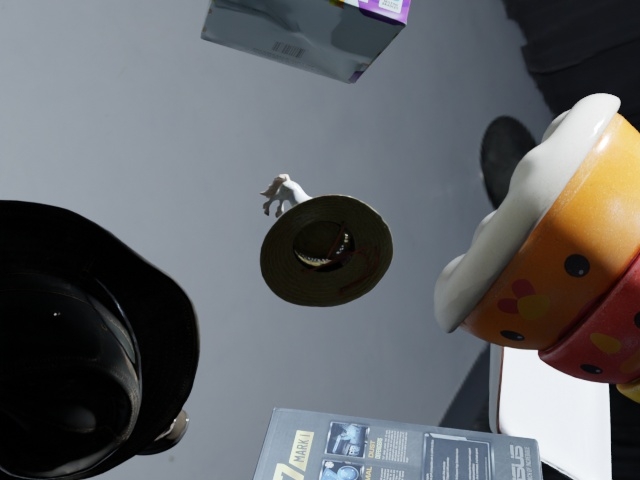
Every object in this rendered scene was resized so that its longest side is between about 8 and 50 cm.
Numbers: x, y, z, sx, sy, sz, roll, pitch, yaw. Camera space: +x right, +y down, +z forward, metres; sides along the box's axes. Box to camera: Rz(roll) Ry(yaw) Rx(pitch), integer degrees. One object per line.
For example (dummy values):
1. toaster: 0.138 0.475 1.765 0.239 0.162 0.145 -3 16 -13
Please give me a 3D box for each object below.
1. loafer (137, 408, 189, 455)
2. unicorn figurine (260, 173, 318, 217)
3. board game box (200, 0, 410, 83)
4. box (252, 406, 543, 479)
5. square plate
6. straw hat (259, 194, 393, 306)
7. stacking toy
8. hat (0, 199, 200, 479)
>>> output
1. loafer: -0.296 0.250 1.123 0.078 0.220 0.080 75 22 -50
2. unicorn figurine: -0.032 -0.060 1.450 0.162 0.111 0.060 40 18 -2
3. board game box: 0.008 -0.296 0.648 0.144 0.142 0.275 14 79 -13
4. box: 0.038 0.202 0.452 0.233 0.183 0.059 -74 168 -59
5. square plate: 0.355 0.193 1.229 0.344 0.049 0.347 34 51 -36
6. straw hat: 0.000 0.000 0.825 0.144 0.144 0.061 36 16 -32
7. stacking toy: 0.412 0.082 0.943 0.480 0.350 0.350 36 51 10
8. hat: -0.270 0.134 0.731 0.331 0.134 0.331 -6 114 -13
